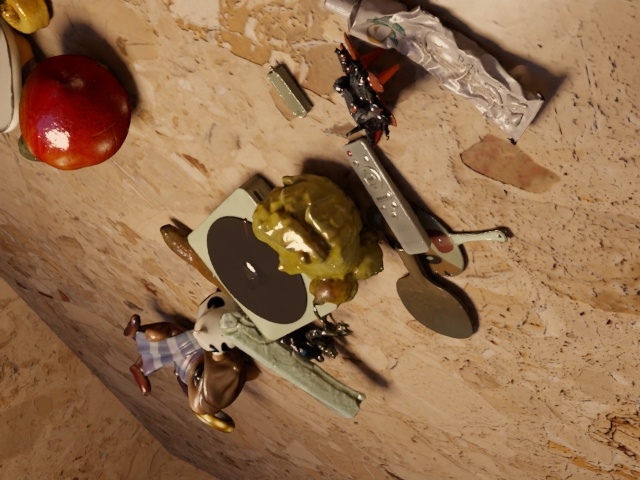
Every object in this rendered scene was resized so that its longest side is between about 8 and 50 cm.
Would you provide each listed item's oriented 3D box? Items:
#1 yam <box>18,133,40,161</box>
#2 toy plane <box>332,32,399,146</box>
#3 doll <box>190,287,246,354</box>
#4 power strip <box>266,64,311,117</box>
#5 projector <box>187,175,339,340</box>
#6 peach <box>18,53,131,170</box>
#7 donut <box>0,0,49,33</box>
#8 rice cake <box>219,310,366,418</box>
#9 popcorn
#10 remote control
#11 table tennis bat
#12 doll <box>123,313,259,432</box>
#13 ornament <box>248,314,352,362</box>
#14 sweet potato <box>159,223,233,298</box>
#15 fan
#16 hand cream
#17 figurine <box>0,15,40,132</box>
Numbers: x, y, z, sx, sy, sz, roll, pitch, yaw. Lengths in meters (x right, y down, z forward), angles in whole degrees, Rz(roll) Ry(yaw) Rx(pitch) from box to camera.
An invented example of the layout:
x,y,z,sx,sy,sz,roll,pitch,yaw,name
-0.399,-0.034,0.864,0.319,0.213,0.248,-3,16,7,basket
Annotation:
x,y,z,sx,sy,sz,roll,pitch,yaw,name
-0.548,-0.194,1.448,0.179,0.078,0.078,9,140,37,yam
0.054,-0.159,0.842,0.130,0.061,0.189,58,166,23,toy plane
-0.218,0.180,1.520,0.180,0.110,0.107,-106,6,-67,doll
-0.043,-0.200,0.939,0.027,0.017,0.083,-4,131,49,power strip
-0.094,0.038,1.249,0.257,0.079,0.259,51,144,-4,projector
-0.403,-0.214,1.154,0.197,0.197,0.197,27,149,18,peach
-0.484,-0.378,1.127,0.097,0.043,0.108,31,154,13,donut
-0.060,0.247,1.395,0.336,0.063,0.066,35,158,-10,rice cake
-0.009,0.000,1.049,0.168,0.173,0.195,-3,138,32,popcorn
0.095,-0.061,0.970,0.050,0.027,0.184,-12,116,54,remote control
0.168,0.081,1.097,0.131,0.022,0.234,14,148,40,table tennis bat
-0.347,0.334,1.834,0.340,0.209,0.318,15,146,31,doll
-0.043,0.171,1.407,0.202,0.080,0.236,37,153,-4,ornament
-0.217,0.047,1.432,0.273,0.075,0.075,32,150,18,sweet potato
0.170,-0.002,0.995,0.227,0.008,0.152,-8,127,53,fan
0.117,-0.196,0.744,0.257,0.050,0.084,32,154,5,hand cream
-0.531,-0.315,1.265,0.167,0.141,0.250,-12,89,44,figurine
